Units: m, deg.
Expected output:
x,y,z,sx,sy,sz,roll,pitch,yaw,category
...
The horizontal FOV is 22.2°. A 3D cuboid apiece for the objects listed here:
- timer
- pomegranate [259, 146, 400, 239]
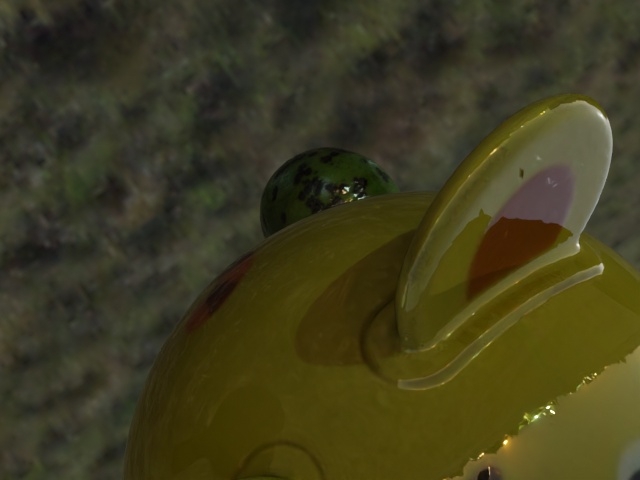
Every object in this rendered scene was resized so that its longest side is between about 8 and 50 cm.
x,y,z,sx,sy,sz,roll,pitch,yaw,category
0.050,0.130,0.858,0.376,0.376,0.387,-36,154,0,timer
0.000,0.000,1.256,0.161,0.122,0.122,-53,177,-23,pomegranate
